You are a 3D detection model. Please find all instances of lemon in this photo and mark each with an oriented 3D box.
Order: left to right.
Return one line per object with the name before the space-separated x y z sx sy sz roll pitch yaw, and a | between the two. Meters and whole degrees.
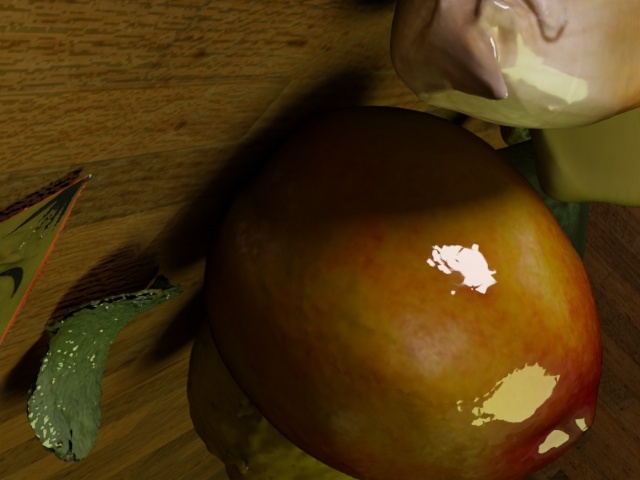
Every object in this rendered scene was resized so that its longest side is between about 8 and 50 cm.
lemon | 0.016 0.118 1.451 0.322 0.268 0.268 -40 170 -29

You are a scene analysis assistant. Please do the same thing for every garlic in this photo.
garlic | 0.198 -0.188 1.007 0.313 0.249 0.286 4 156 -31

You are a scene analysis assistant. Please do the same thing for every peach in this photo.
peach | 0.072 0.052 1.176 0.308 0.332 0.308 -44 162 -19

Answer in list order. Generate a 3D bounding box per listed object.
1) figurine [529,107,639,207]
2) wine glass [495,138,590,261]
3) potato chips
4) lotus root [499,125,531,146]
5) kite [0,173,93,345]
figurine | 0.370 -0.202 1.382 0.377 0.361 0.266 -59 162 -55
wine glass | 0.318 -0.132 1.737 0.406 0.267 0.267 -50 172 -2
potato chips | -0.159 0.081 1.124 0.167 0.059 0.228 -44 169 -51
lotus root | 0.291 -0.162 1.956 0.113 0.088 0.192 -30 176 13
kite | -0.246 0.076 0.841 0.327 0.013 0.377 -45 171 1
